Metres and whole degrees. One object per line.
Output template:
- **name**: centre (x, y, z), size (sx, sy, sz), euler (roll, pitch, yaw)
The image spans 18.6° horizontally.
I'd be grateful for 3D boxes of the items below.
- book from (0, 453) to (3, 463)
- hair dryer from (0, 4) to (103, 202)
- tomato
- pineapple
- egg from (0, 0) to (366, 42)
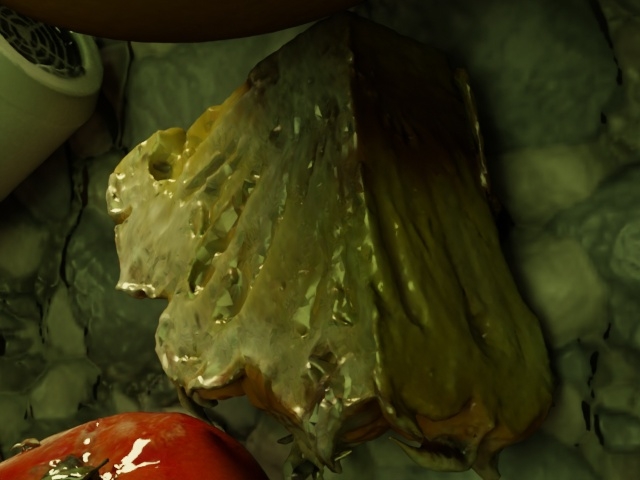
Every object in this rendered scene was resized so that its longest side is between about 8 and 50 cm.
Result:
- **book**: centre (-0.228, 0.147, 1.026), size (0.172, 0.012, 0.118), euler (-33, 68, 28)
- **hair dryer**: centre (-0.244, -0.154, 1.033), size (0.173, 0.107, 0.357), euler (-39, 57, 22)
- **tomato**: centre (-0.096, 0.163, 0.836), size (0.187, 0.187, 0.151), euler (-10, 102, 34)
- **pineapple**: centre (0.000, 0.000, 0.823), size (0.236, 0.114, 0.186), euler (38, 106, 36)
- **egg**: centre (-0.022, -0.231, 0.746), size (0.351, 0.282, 0.282), euler (-44, 56, -14)
